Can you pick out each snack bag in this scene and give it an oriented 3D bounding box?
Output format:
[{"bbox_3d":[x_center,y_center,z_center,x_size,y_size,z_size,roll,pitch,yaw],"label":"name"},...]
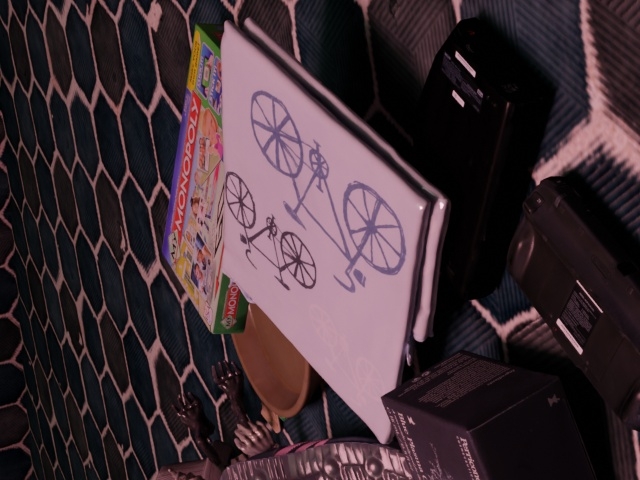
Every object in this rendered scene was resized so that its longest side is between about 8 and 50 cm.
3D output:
[{"bbox_3d":[0.000,0.000,1.246,0.323,0.037,0.342,44,145,35],"label":"snack bag"}]

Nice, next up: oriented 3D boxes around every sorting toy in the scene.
[{"bbox_3d":[-0.060,0.221,1.689,0.083,0.012,0.062,43,142,53],"label":"sorting toy"}]

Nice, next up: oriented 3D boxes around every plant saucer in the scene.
[{"bbox_3d":[-0.059,0.079,1.576,0.278,0.041,0.277,167,90,-68],"label":"plant saucer"}]

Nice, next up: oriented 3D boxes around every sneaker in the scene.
[{"bbox_3d":[0.035,0.255,1.382,0.319,0.131,0.112,-9,91,45],"label":"sneaker"}]

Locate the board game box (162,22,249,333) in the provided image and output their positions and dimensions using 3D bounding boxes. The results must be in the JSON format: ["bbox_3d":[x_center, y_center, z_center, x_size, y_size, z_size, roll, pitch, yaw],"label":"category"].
[{"bbox_3d":[-0.122,-0.076,1.547,0.213,0.046,0.317,-131,46,-53],"label":"board game box"}]

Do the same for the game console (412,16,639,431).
[{"bbox_3d":[0.168,0.003,1.004,0.213,0.044,0.361,98,151,-43],"label":"game console"}]

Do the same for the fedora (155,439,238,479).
[{"bbox_3d":[-0.177,0.416,1.809,0.243,0.124,0.275,-84,-11,-58],"label":"fedora"}]

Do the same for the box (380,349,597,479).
[{"bbox_3d":[0.144,0.186,1.049,0.158,0.093,0.156,7,122,67],"label":"box"}]

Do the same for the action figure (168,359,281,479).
[{"bbox_3d":[-0.112,0.294,1.637,0.141,0.164,0.275,48,-169,-49],"label":"action figure"}]
